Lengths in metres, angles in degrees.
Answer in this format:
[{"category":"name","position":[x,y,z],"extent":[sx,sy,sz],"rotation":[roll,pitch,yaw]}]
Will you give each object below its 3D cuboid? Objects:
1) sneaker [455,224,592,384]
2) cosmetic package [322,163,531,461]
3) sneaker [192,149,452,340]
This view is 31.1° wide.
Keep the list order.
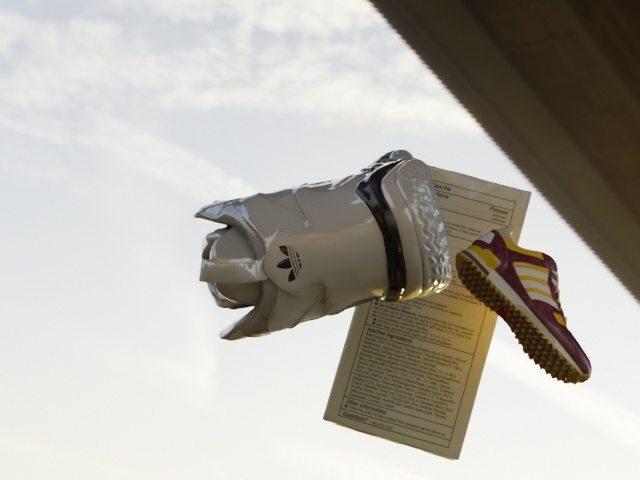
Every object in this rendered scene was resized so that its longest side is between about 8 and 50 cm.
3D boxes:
[{"category":"sneaker","position":[0.222,0.059,1.160],"extent":[0.185,0.084,0.070],"rotation":[50,-19,23]},{"category":"cosmetic package","position":[0.123,0.081,1.306],"extent":[0.160,0.310,0.113],"rotation":[16,-10,9]},{"category":"sneaker","position":[0.000,0.000,1.064],"extent":[0.210,0.138,0.366],"rotation":[-12,2,1]}]
